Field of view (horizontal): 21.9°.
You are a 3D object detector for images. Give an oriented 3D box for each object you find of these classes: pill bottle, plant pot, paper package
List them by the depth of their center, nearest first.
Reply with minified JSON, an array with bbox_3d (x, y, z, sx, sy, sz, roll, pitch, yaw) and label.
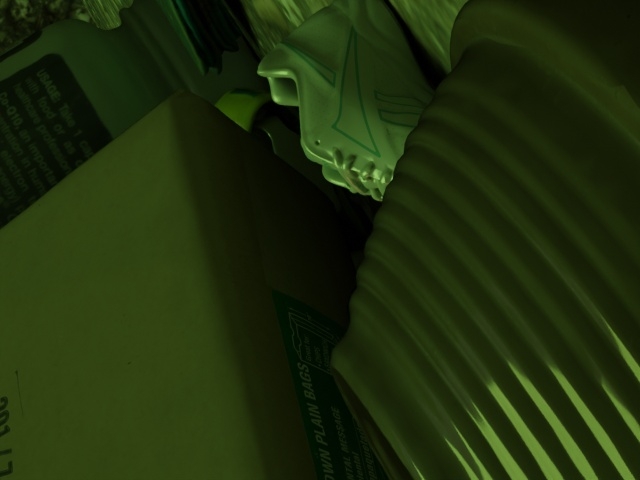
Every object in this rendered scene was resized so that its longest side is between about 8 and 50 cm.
[{"bbox_3d":[0.077,0.051,0.431,0.237,0.110,0.237,59,175,8],"label":"plant pot"},{"bbox_3d":[-0.108,0.133,0.961,0.168,0.309,0.325,30,-147,-43],"label":"paper package"},{"bbox_3d":[-0.205,-0.030,1.196,0.204,0.361,0.204,58,175,8],"label":"pill bottle"}]

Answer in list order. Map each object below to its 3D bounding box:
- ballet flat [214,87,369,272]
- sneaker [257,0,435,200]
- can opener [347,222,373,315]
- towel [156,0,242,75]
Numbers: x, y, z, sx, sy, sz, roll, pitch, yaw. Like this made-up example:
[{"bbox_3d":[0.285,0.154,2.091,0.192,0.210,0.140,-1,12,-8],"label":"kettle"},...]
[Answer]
[{"bbox_3d":[0.000,0.000,1.101,0.077,0.077,0.231,-13,108,59],"label":"ballet flat"},{"bbox_3d":[0.030,-0.034,0.644,0.152,0.061,0.054,53,171,35],"label":"sneaker"},{"bbox_3d":[0.057,0.047,0.857,0.073,0.059,0.186,61,174,-24],"label":"can opener"},{"bbox_3d":[-0.168,-0.308,1.054,0.370,0.040,0.271,58,174,25],"label":"towel"}]
